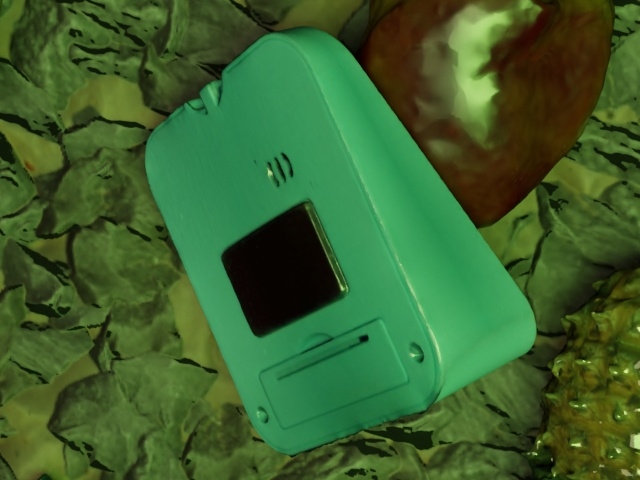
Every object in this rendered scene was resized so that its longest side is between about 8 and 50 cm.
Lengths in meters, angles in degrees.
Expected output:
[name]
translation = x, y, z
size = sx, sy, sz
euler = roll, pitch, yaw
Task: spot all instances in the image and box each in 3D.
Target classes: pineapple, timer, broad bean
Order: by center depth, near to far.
[broad bean]
translation = 0.102, -0.119, 0.908
size = 0.156, 0.122, 0.228
euler = 21, 113, 9
[timer]
translation = 0.000, 0.000, 0.949
size = 0.232, 0.091, 0.250
euler = -29, 87, 55
[pineapple]
translation = 0.175, 0.163, 0.953
size = 0.141, 0.170, 0.310
euler = 42, 119, 31

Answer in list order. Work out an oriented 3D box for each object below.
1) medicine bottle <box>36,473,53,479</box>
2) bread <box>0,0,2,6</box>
[medicine bottle]
translation = -0.143, 0.259, 1.115
size = 0.208, 0.054, 0.090
euler = 37, 112, 5
[bread]
translation = -0.269, -0.199, 1.011
size = 0.084, 0.074, 0.139
euler = 19, 111, 9
